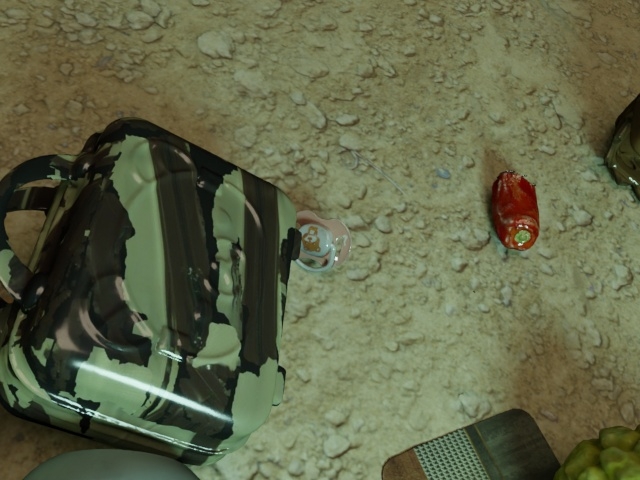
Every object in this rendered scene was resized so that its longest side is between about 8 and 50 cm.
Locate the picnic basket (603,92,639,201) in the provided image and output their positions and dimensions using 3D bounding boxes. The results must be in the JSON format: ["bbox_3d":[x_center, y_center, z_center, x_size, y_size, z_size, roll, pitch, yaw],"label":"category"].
[{"bbox_3d":[0.634,-0.165,1.196,0.254,0.291,0.321,32,41,0],"label":"picnic basket"}]

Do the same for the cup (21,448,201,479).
[{"bbox_3d":[-0.188,0.350,0.604,0.206,0.205,0.312,10,55,-15],"label":"cup"}]

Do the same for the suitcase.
[{"bbox_3d":[-0.206,0.043,0.787,0.339,0.194,0.351,26,48,-26],"label":"suitcase"}]

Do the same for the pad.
[{"bbox_3d":[0.183,0.237,0.910,0.250,0.055,0.323,-14,82,-27],"label":"pad"}]

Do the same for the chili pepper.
[{"bbox_3d":[0.306,-0.044,1.133,0.070,0.073,0.123,-11,50,22],"label":"chili pepper"}]

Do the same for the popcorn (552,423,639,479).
[{"bbox_3d":[0.391,0.341,0.824,0.258,0.224,0.270,32,41,-23],"label":"popcorn"}]

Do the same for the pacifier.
[{"bbox_3d":[0.000,0.000,0.999,0.099,0.081,0.078,19,16,17],"label":"pacifier"}]
